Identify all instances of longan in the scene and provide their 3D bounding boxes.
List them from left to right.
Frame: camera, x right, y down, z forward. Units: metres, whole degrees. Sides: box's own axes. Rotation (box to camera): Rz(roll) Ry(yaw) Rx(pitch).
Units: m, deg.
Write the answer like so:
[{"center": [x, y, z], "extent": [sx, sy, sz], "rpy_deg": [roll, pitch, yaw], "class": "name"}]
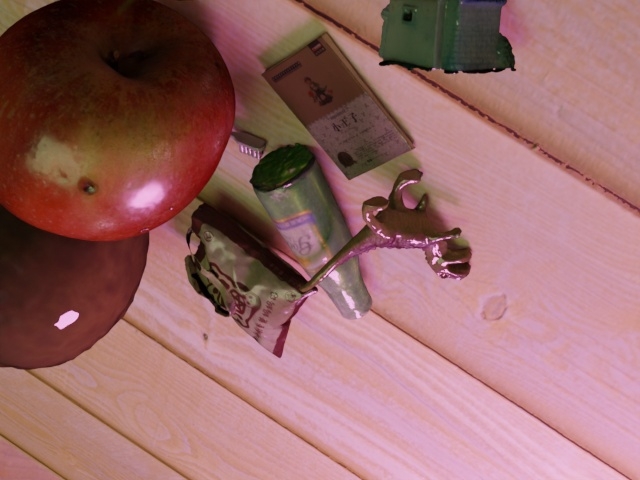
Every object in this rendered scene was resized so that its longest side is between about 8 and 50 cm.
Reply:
[{"center": [-0.474, -0.012, 1.638], "extent": [0.404, 0.436, 0.404], "rpy_deg": [4, 165, 1], "class": "longan"}]

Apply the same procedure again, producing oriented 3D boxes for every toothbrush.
[{"center": [-0.233, -0.197, 1.559], "extent": [0.342, 0.025, 0.030], "rpy_deg": [23, 143, 16], "class": "toothbrush"}]

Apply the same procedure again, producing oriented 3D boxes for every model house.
[{"center": [0.140, -0.267, 1.141], "extent": [0.148, 0.119, 0.149], "rpy_deg": [28, 123, 49], "class": "model house"}]

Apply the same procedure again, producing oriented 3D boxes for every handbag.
[{"center": [-0.125, 0.069, 1.669], "extent": [0.235, 0.127, 0.213], "rpy_deg": [37, 145, 10], "class": "handbag"}]

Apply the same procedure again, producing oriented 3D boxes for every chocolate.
[{"center": [0.000, 0.000, 1.529], "extent": [0.110, 0.110, 0.291], "rpy_deg": [1, 133, 37], "class": "chocolate"}]

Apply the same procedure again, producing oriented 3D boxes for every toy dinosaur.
[{"center": [0.086, 0.002, 1.432], "extent": [0.251, 0.072, 0.200], "rpy_deg": [-10, 133, -2], "class": "toy dinosaur"}]

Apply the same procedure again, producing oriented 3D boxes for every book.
[{"center": [0.023, -0.176, 1.385], "extent": [0.199, 0.016, 0.138], "rpy_deg": [49, 141, -16], "class": "book"}]

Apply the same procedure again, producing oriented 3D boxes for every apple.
[{"center": [-0.292, -0.163, 1.375], "extent": [0.348, 0.348, 0.277], "rpy_deg": [31, 137, 7], "class": "apple"}]
